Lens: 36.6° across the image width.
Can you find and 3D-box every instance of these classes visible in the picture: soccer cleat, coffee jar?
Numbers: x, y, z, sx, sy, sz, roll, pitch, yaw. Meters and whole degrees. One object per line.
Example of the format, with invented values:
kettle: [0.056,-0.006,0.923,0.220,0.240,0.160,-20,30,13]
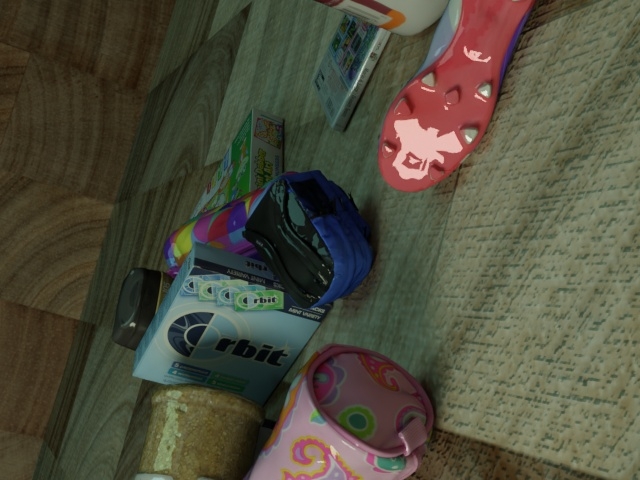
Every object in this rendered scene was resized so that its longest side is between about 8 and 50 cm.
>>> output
soccer cleat: [0.123,-0.156,0.823,0.095,0.083,0.248,-55,-11,-69]
coffee jar: [-0.149,0.098,1.138,0.079,0.184,0.096,-47,33,50]

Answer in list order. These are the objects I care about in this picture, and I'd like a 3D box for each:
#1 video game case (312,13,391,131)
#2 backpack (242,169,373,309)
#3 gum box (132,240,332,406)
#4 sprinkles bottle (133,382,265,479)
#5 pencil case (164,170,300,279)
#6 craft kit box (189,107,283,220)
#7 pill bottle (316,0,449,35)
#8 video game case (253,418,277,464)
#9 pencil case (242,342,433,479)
video game case: [0.037,-0.224,1.172,0.143,0.019,0.157,-63,21,23]
backpack: [0.000,0.000,0.963,0.120,0.101,0.098,58,140,23]
gum box: [-0.098,0.097,1.047,0.184,0.157,0.041,-57,25,36]
sprinkles bottle: [-0.141,0.323,0.927,0.121,0.121,0.356,-33,42,60]
pencil case: [-0.091,-0.002,1.136,0.236,0.104,0.104,-25,49,47]
craft kit box: [-0.126,-0.018,1.376,0.250,0.061,0.247,-55,29,40]
pill bottle: [-0.039,-0.372,0.946,0.224,0.392,0.224,-52,28,43]
video game case: [-0.137,0.340,1.093,0.275,0.035,0.248,-30,46,56]
pencil case: [-0.016,0.218,0.798,0.124,0.124,0.284,-101,34,-53]
